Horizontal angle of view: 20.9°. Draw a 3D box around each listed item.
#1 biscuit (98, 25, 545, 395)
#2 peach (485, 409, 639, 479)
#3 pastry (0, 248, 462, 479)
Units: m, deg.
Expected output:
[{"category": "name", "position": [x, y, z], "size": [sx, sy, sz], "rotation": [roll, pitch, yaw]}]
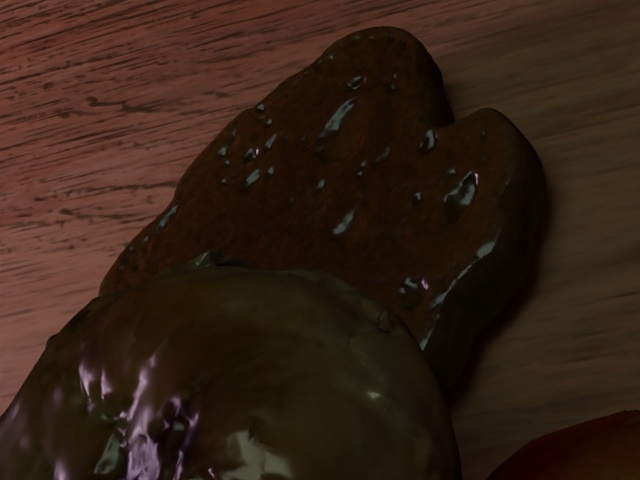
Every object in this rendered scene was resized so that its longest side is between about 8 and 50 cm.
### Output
[{"category": "biscuit", "position": [0.000, 0.000, 1.328], "size": [0.359, 0.074, 0.381], "rotation": [6, 58, 36]}, {"category": "peach", "position": [0.219, 0.201, 0.912], "size": [0.275, 0.248, 0.245], "rotation": [-17, 82, 6]}, {"category": "pastry", "position": [-0.069, 0.208, 1.061], "size": [0.410, 0.245, 0.409], "rotation": [-28, 49, 37]}]
